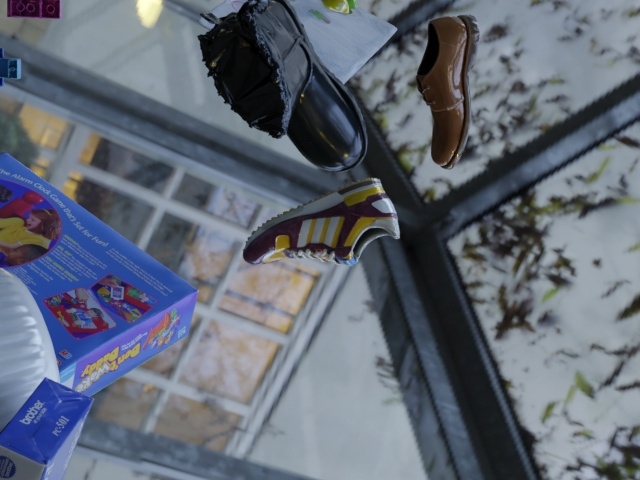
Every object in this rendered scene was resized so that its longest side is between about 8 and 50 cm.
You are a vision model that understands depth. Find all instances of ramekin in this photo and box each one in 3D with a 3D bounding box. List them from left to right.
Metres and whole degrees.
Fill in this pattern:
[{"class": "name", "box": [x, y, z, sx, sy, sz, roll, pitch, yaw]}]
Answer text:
[{"class": "ramekin", "box": [-0.302, 0.116, 0.979, 0.207, 0.109, 0.207, 25, -58, 49]}]

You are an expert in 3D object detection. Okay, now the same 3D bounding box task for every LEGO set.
[{"class": "LEGO set", "box": [-0.367, -0.197, 1.134, 0.093, 0.227, 0.087, -126, -142, -78]}]

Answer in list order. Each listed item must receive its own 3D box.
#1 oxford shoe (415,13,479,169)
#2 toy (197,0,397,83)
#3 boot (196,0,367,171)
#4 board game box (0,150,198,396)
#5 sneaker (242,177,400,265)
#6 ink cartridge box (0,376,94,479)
[{"class": "oxford shoe", "box": [0.162, -0.200, 1.570, 0.076, 0.076, 0.212, -149, -123, -61]}, {"class": "toy", "box": [-0.022, -0.193, 1.128, 0.056, 0.137, 0.237, -61, 176, 35]}, {"class": "boot", "box": [-0.018, -0.078, 0.621, 0.045, 0.121, 0.099, -25, -165, 16]}, {"class": "board game box", "box": [-0.354, 0.041, 1.380, 0.347, 0.233, 0.078, 34, -52, 22]}, {"class": "sneaker", "box": [0.000, 0.000, 1.331, 0.185, 0.069, 0.084, -27, -105, 11]}, {"class": "ink cartridge box", "box": [-0.241, 0.217, 0.893, 0.097, 0.046, 0.207, -65, 179, -66]}]
